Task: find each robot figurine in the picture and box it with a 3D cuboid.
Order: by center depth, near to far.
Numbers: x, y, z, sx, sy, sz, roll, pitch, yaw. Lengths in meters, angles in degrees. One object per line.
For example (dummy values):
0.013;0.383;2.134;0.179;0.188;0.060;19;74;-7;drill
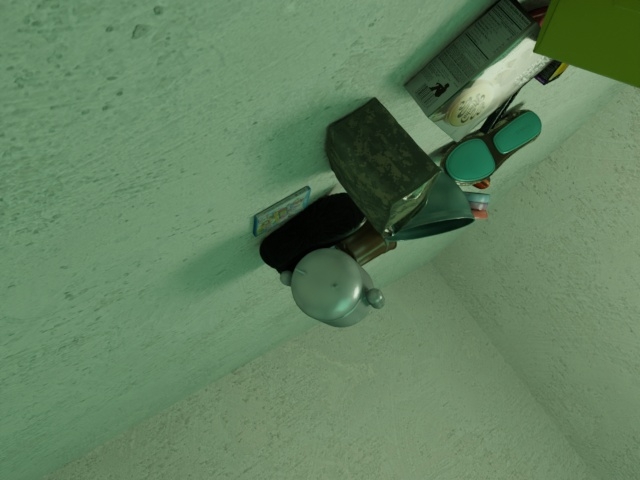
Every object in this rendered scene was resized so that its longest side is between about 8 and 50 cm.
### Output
0.038;0.137;1.758;0.353;0.300;0.199;41;59;-68;robot figurine

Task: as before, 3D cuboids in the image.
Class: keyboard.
0.504;-0.403;1.586;0.201;0.033;0.317;-36;159;-47;keyboard

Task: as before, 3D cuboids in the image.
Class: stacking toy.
0.465;-0.167;2.339;0.280;0.130;0.309;1;-170;-26;stacking toy

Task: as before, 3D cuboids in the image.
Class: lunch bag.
0.138;-0.153;1.480;0.169;0.235;0.287;-35;166;-14;lunch bag

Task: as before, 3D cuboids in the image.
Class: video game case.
-0.102;-0.075;1.633;0.166;0.015;0.119;-31;165;-18;video game case

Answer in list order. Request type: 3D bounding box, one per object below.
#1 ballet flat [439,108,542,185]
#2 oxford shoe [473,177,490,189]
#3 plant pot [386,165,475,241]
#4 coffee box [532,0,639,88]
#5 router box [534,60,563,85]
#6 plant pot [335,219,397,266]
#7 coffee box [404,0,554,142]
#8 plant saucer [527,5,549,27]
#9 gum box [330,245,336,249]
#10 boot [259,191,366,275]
0.579;-0.315;2.216;0.483;0.164;0.182;-32;-174;-22;ballet flat
0.573;-0.261;2.335;0.098;0.097;0.271;-56;-162;6;oxford shoe
0.334;-0.126;2.020;0.293;0.196;0.293;-11;171;-2;plant pot
0.691;-0.493;1.235;0.334;0.338;0.338;-21;133;-45;coffee box
0.688;-0.519;1.777;0.179;0.046;0.133;-31;161;-51;router box
0.149;0.006;2.159;0.165;0.167;0.167;-35;166;-18;plant pot
0.366;-0.386;1.419;0.297;0.118;0.168;-40;147;20;coffee box
0.534;-0.506;1.614;0.258;0.047;0.259;-26;158;-34;plant saucer
-0.028;0.053;2.172;0.157;0.041;0.184;-41;166;16;gum box
-0.003;-0.003;1.850;0.348;0.131;0.260;-26;160;7;boot
